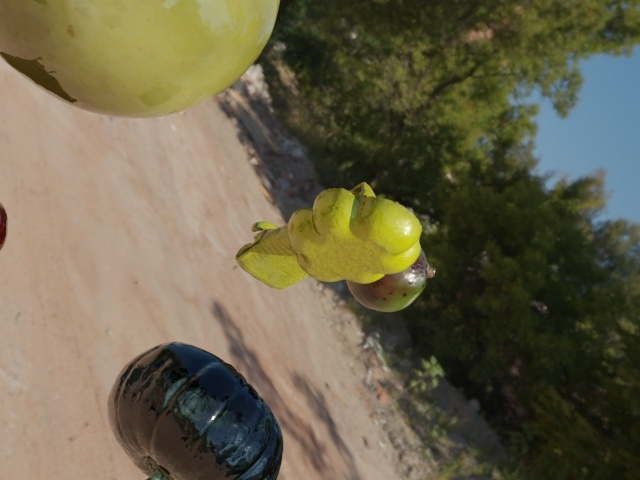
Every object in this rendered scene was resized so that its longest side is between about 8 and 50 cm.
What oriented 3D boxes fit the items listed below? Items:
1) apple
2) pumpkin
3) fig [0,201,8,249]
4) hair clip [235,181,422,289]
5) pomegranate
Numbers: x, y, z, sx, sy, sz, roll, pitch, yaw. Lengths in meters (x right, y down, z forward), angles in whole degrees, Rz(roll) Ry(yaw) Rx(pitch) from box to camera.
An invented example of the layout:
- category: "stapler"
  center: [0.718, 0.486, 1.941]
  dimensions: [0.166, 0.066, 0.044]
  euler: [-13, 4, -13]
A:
- category: "apple"
  center: [-0.162, -0.236, 0.649]
  dimensions: [0.262, 0.262, 0.262]
  euler: [54, 6, -9]
- category: "pumpkin"
  center: [-0.135, 0.203, 0.817]
  dimensions: [0.202, 0.140, 0.202]
  euler: [28, -36, 23]
- category: "fig"
  center: [-0.477, 0.017, 0.862]
  dimensions: [0.191, 0.290, 0.190]
  euler: [22, -14, 6]
- category: "hair clip"
  center: [0.000, 0.000, 0.492]
  dimensions: [0.072, 0.046, 0.173]
  euler: [34, -21, -24]
- category: "pomegranate"
  center: [0.098, 0.040, 1.118]
  dimensions: [0.130, 0.130, 0.130]
  euler: [54, 6, -9]
